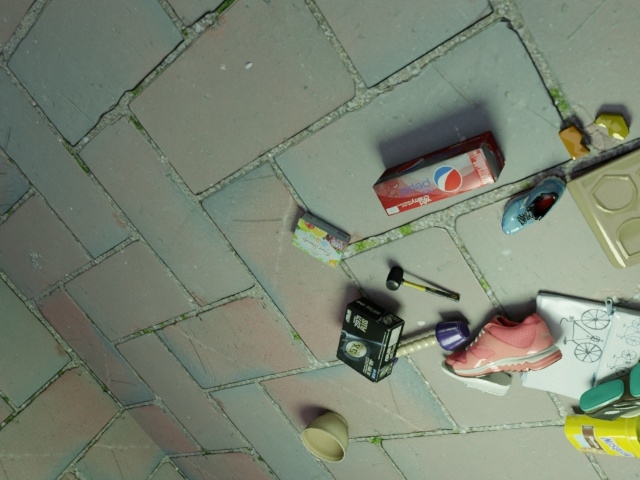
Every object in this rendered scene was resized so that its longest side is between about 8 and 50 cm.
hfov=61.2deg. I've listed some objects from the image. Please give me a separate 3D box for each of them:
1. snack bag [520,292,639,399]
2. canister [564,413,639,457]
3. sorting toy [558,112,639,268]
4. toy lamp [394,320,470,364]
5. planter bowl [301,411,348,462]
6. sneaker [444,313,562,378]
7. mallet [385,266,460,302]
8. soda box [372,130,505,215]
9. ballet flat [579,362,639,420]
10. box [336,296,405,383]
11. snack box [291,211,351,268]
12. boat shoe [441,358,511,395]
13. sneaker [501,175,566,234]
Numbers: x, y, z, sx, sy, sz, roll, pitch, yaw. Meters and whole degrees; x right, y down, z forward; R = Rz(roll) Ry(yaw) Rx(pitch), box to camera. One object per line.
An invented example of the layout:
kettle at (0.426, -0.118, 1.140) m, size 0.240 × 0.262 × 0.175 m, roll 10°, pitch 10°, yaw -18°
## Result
snack bag at (0.655, 0.273, 1.256) m, size 0.342 × 0.037 × 0.323 m, roll 11°, pitch 128°, yaw 24°
canister at (0.707, 0.478, 1.328) m, size 0.170 × 0.073 × 0.126 m, roll -17°, pitch 127°, yaw 46°
sorting toy at (0.596, -0.112, 1.017) m, size 0.229 × 0.041 × 0.307 m, roll -28°, pitch 99°, yaw 38°
toy lamp at (0.277, 0.278, 1.455) m, size 0.080 × 0.080 × 0.274 m, roll 49°, pitch 134°, yaw -9°
planter bowl at (0.031, 0.660, 1.854) m, size 0.162 × 0.109 × 0.162 m, roll 16°, pitch 129°, yaw 21°
sneaker at (0.437, 0.255, 1.344) m, size 0.313 × 0.116 × 0.136 m, roll -24°, pitch 80°, yaw 47°
mallet at (0.261, 0.115, 1.381) m, size 0.189 × 0.062 × 0.039 m, roll 13°, pitch 131°, yaw 4°
soda box at (0.249, -0.139, 1.159) m, size 0.263 × 0.092 × 0.083 m, roll -16°, pitch 112°, yaw 38°
ballet flat at (0.703, 0.333, 1.194) m, size 0.096 × 0.095 × 0.280 m, roll 28°, pitch 144°, yaw -4°
box at (0.134, 0.271, 1.479) m, size 0.147 × 0.077 × 0.180 m, roll 29°, pitch 120°, yaw 35°
snack box at (0.000, 0.000, 1.444) m, size 0.141 × 0.037 × 0.100 m, roll 29°, pitch 134°, yaw 9°
boat shoe at (0.414, 0.370, 1.456) m, size 0.184 × 0.066 × 0.063 m, roll 10°, pitch 126°, yaw 13°
sneaker at (0.431, -0.065, 1.118) m, size 0.063 × 0.073 × 0.162 m, roll 38°, pitch 133°, yaw 1°
